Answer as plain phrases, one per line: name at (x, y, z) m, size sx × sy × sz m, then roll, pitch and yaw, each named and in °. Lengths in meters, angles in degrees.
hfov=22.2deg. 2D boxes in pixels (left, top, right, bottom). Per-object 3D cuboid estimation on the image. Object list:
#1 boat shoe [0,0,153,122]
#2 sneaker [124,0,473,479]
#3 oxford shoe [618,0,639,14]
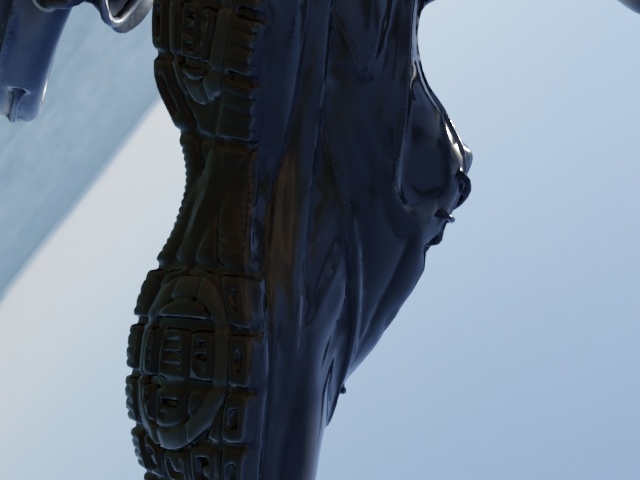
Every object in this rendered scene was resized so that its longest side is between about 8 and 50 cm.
boat shoe at (-0.147, -0.214, 0.947) m, size 0.500 × 0.156 × 0.187 m, roll -41°, pitch -147°, yaw 53°
sneaker at (0.000, 0.000, 0.653) m, size 0.109 × 0.130 × 0.286 m, roll 16°, pitch -79°, yaw 57°
oxford shoe at (0.063, -0.154, 0.713) m, size 0.096 × 0.227 × 0.083 m, roll -56°, pitch 176°, yaw -14°
